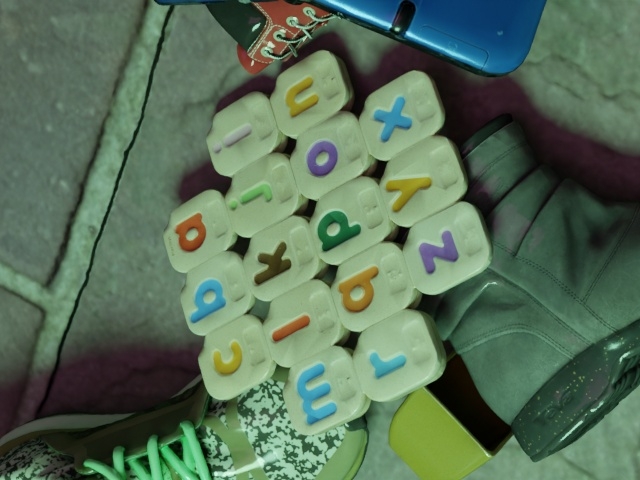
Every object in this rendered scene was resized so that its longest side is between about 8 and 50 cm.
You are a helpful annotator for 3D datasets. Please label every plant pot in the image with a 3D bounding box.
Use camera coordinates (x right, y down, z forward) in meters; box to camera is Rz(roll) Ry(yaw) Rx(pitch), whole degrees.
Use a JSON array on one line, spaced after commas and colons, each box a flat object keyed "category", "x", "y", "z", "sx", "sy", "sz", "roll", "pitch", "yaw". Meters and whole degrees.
[{"category": "plant pot", "x": 0.102, "y": 0.147, "z": 1.279, "sx": 0.081, "sy": 0.081, "sz": 0.083, "roll": 46, "pitch": 128, "yaw": 7}]

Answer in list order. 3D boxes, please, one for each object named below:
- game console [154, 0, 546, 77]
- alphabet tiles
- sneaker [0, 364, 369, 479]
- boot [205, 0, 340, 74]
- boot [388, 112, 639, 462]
[{"category": "game console", "x": 0.048, "y": -0.274, "z": 1.155, "sx": 0.250, "sy": 0.173, "sz": 0.293, "roll": 21, "pitch": 79, "yaw": -10}, {"category": "alphabet tiles", "x": 0.000, "y": 0.000, "z": 1.257, "sx": 0.278, "sy": 0.021, "sz": 0.284, "roll": -29, "pitch": 67, "yaw": 28}, {"category": "sneaker", "x": -0.149, "y": 0.209, "z": 1.345, "sx": 0.410, "sy": 0.182, "sz": 0.158, "roll": -21, "pitch": 93, "yaw": 27}, {"category": "boot", "x": 0.025, "y": -0.178, "z": 1.229, "sx": 0.244, "sy": 0.088, "sz": 0.176, "roll": 35, "pitch": 115, "yaw": 21}, {"category": "boot", "x": 0.198, "y": -0.017, "z": 1.180, "sx": 0.338, "sy": 0.118, "sz": 0.223, "roll": -45, "pitch": 73, "yaw": 18}]
